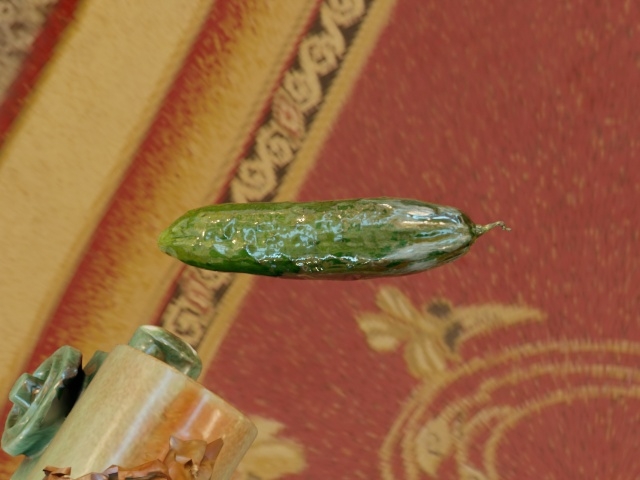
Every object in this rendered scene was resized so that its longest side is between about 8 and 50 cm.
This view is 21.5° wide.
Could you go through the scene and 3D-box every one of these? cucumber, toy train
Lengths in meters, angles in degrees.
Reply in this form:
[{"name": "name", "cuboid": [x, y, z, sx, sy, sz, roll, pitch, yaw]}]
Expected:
[{"name": "cucumber", "cuboid": [0.000, 0.000, 0.749, 0.168, 0.039, 0.039, 0, 79, 20]}, {"name": "toy train", "cuboid": [-0.137, 0.170, 0.832, 0.116, 0.177, 0.285, 38, 77, -18]}]

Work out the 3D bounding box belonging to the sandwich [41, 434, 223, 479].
[{"name": "sandwich", "cuboid": [-0.107, 0.110, 0.333, 0.079, 0.235, 0.159, 43, 133, 19]}]
